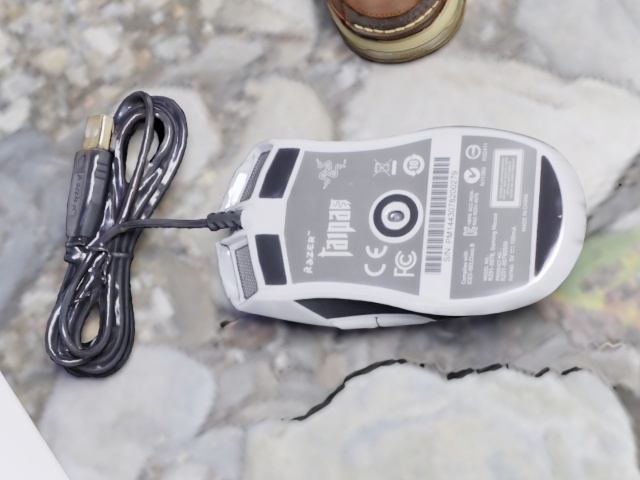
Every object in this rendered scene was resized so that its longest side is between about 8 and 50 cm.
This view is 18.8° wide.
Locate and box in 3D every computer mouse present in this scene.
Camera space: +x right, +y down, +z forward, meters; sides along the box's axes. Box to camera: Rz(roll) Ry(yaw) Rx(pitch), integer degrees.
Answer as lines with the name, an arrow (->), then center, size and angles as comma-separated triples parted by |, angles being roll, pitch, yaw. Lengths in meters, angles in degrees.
computer mouse -> 0.000, 0.000, 0.683 | 0.193, 0.042, 0.106 | 2, 72, 17

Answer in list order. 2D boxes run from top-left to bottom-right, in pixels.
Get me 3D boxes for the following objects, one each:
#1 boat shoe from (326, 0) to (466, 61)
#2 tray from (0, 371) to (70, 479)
boat shoe -> 0.009, -0.155, 0.707 | 0.064, 0.060, 0.178 | -18, 74, 6
tray -> -0.153, 0.110, 0.664 | 0.145, 0.030, 0.270 | -24, 69, -33
